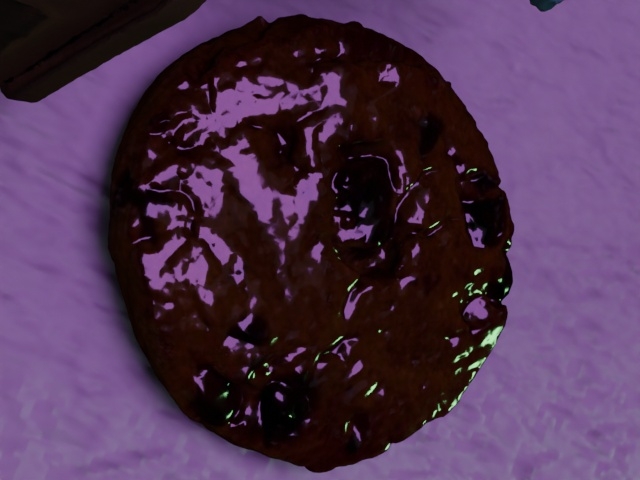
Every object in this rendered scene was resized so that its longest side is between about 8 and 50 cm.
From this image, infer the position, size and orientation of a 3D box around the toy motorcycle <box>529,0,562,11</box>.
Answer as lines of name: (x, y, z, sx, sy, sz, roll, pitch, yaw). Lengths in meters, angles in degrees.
toy motorcycle: (0.062, -0.227, 0.631, 0.198, 0.109, 0.297, 12, 64, -11)

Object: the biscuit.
biscuit: (0.000, 0.000, 0.634, 0.192, 0.049, 0.192, 1, 88, -27)

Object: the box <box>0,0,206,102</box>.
box: (-0.142, -0.240, 0.459, 0.229, 0.239, 0.340, 11, 81, -27)
